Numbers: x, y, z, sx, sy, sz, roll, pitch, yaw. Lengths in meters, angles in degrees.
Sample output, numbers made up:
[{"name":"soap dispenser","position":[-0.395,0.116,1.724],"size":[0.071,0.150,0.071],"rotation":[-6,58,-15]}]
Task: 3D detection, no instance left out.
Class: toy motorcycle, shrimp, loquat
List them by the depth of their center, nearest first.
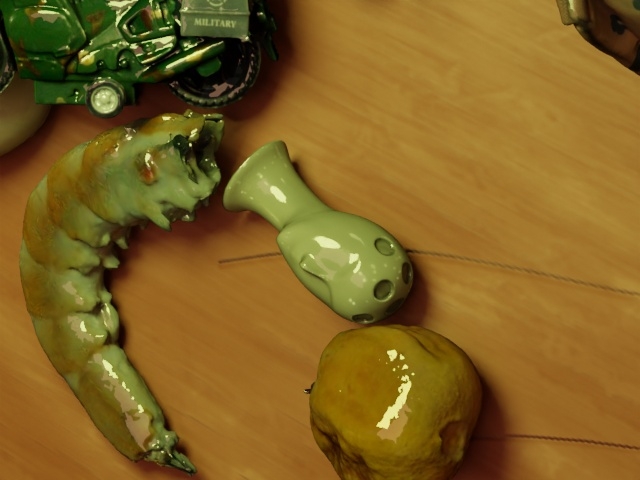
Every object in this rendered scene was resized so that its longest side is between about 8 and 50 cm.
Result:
[{"name":"loquat","position":[0.051,0.122,1.444],"size":[0.137,0.113,0.137],"rotation":[6,99,38]},{"name":"toy motorcycle","position":[-0.166,-0.189,1.480],"size":[0.274,0.125,0.187],"rotation":[3,105,0]},{"name":"shrimp","position":[-0.165,0.030,1.557],"size":[0.185,0.068,0.287],"rotation":[14,101,33]}]

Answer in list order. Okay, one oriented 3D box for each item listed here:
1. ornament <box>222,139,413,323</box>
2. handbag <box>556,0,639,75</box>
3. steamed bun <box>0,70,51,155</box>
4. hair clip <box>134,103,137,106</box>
[{"name":"ornament","position":[0.000,0.000,1.479],"size":[0.156,0.081,0.075],"rotation":[44,124,20]},{"name":"handbag","position":[0.210,-0.244,1.304],"size":[0.190,0.193,0.252],"rotation":[-28,80,28]},{"name":"steamed bun","position":[-0.311,-0.171,1.587],"size":[0.177,0.130,0.228],"rotation":[-17,87,27]},{"name":"hair clip","position":[-0.162,-0.195,1.562],"size":[0.072,0.046,0.173],"rotation":[14,97,20]}]
